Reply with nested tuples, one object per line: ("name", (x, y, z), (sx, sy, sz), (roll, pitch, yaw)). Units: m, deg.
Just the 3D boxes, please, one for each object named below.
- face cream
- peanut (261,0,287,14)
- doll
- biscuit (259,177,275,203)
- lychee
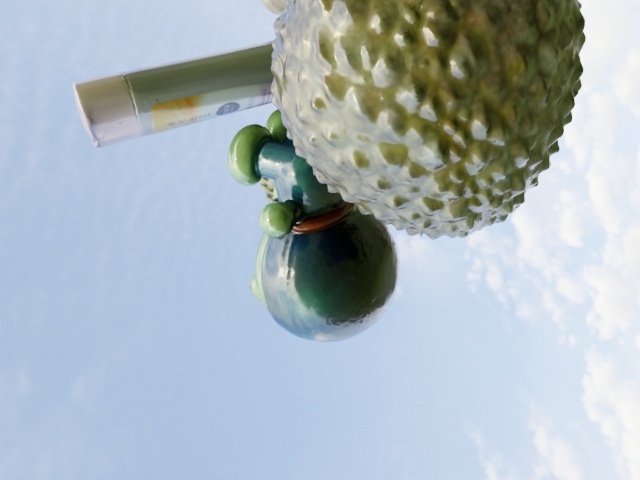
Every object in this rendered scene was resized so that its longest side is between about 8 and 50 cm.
("face cream", (-0.163, -0.188, 0.678), (0.270, 0.107, 0.073), (-19, -103, -19))
("peanut", (-0.049, -0.556, 0.950), (0.136, 0.120, 0.298), (-7, -74, -33))
("doll", (0.000, -0.001, 0.692), (0.198, 0.186, 0.321), (-47, -45, -44))
("biscuit", (-0.056, -0.126, 1.072), (0.144, 0.203, 0.016), (35, -135, -11))
("lychee", (0.088, -0.136, 0.446), (0.255, 0.255, 0.274), (-20, -90, -39))
